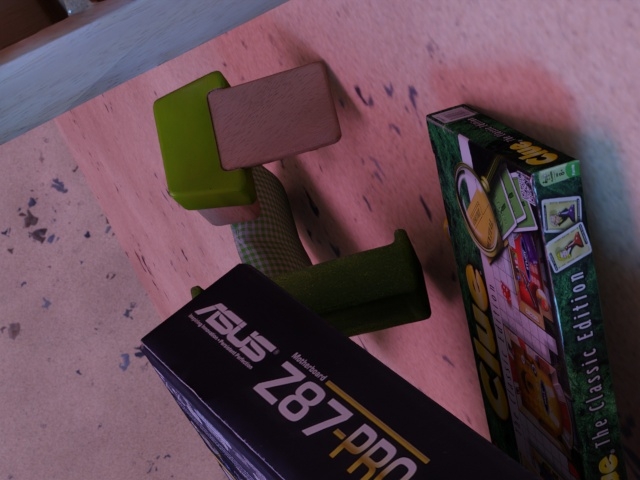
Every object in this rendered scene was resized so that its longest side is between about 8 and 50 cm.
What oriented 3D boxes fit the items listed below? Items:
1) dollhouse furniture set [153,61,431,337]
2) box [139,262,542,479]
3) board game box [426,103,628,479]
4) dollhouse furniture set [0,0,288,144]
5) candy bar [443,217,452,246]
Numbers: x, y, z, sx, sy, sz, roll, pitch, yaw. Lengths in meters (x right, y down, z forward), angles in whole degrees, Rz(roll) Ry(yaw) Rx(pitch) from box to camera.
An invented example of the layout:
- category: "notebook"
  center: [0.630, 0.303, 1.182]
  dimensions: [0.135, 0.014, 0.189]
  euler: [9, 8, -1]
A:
- category: "dollhouse furniture set"
  center: [0.000, 0.000, 0.876]
  dimensions: [0.301, 0.151, 0.198]
  euler: [53, -158, -70]
- category: "box"
  center: [0.084, 0.217, 0.616]
  dimensions: [0.395, 0.097, 0.318]
  euler: [32, 154, 47]
- category: "board game box"
  center: [0.116, 0.064, 0.591]
  dimensions: [0.136, 0.030, 0.260]
  euler: [-127, 21, -68]
- category: "dollhouse furniture set"
  center: [-0.110, -0.249, 0.415]
  dimensions: [0.362, 0.256, 0.394]
  euler: [52, 163, 24]
- category: "candy bar"
  center: [0.118, 0.052, 0.685]
  dimensions: [0.161, 0.018, 0.040]
  euler: [64, 160, -13]
